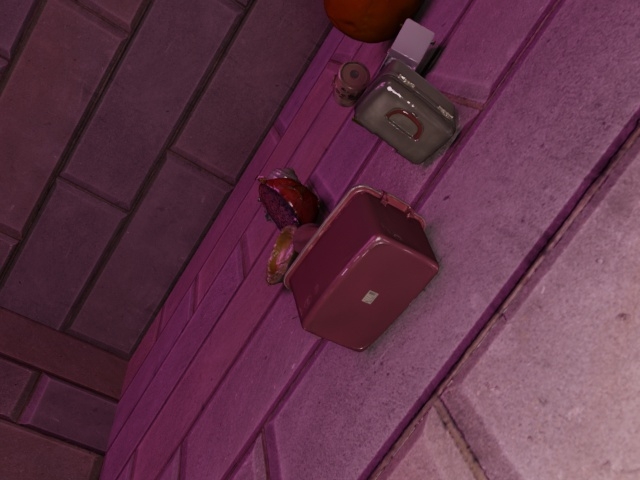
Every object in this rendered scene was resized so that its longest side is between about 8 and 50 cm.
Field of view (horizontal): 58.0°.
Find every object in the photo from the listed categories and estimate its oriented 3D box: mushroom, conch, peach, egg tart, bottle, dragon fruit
[{"bbox_3d":[-0.010,0.002,1.555,0.247,0.108,0.096,-174,72,-72],"label":"mushroom"},{"bbox_3d":[-0.119,-0.154,2.009,0.172,0.131,0.199,37,127,46],"label":"conch"},{"bbox_3d":[0.183,-0.848,1.939,0.301,0.343,0.342,115,172,-53],"label":"peach"},{"bbox_3d":[-0.096,0.049,1.706,0.197,0.078,0.197,-56,22,38],"label":"egg tart"},{"bbox_3d":[0.077,-0.431,1.622,0.098,0.099,0.152,-65,4,-13],"label":"bottle"},{"bbox_3d":[-0.077,-0.122,1.799,0.148,0.224,0.218,-38,-28,-21],"label":"dragon fruit"}]

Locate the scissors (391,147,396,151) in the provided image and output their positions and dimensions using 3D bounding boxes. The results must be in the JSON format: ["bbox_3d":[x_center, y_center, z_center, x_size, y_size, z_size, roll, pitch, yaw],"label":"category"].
[{"bbox_3d":[0.224,-0.317,1.521,0.110,0.021,0.212,-48,22,41],"label":"scissors"}]

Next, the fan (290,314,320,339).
[{"bbox_3d":[-0.012,0.171,1.440,0.310,0.010,0.182,-29,36,56],"label":"fan"}]

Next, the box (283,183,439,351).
[{"bbox_3d":[0.076,0.061,1.105,0.294,0.194,0.167,-53,26,23],"label":"box"}]

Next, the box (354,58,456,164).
[{"bbox_3d":[0.191,-0.285,1.278,0.148,0.210,0.129,-42,19,44],"label":"box"}]

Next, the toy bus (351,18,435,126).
[{"bbox_3d":[0.201,-0.450,1.597,0.301,0.113,0.139,-62,1,-2],"label":"toy bus"}]
